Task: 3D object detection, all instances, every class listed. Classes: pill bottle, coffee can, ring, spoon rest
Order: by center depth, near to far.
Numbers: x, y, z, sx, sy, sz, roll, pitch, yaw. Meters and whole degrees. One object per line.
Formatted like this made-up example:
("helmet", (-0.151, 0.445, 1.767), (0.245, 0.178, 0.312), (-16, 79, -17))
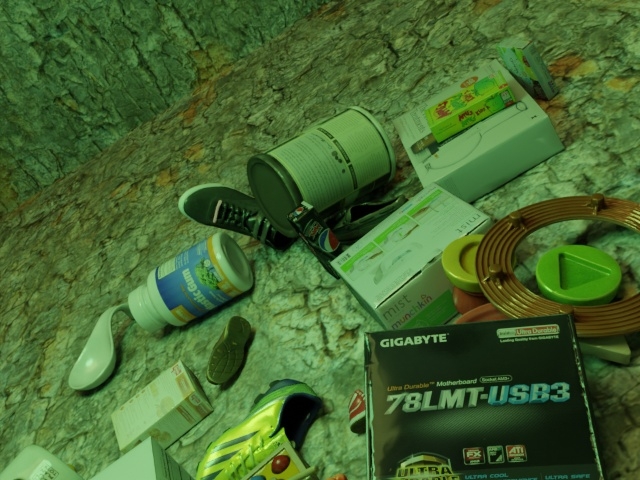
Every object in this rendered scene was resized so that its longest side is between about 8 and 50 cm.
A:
("ring", (0.408, 0.023, 1.372), (0.336, 0.032, 0.337), (-9, 36, 6))
("coffee can", (0.003, -0.157, 1.992), (0.275, 0.202, 0.201), (-31, 24, -24))
("pill bottle", (-0.306, 0.106, 2.059), (0.272, 0.152, 0.152), (-30, 28, 14))
("spoon rest", (-0.527, 0.253, 2.159), (0.137, 0.084, 0.276), (-17, 32, 33))

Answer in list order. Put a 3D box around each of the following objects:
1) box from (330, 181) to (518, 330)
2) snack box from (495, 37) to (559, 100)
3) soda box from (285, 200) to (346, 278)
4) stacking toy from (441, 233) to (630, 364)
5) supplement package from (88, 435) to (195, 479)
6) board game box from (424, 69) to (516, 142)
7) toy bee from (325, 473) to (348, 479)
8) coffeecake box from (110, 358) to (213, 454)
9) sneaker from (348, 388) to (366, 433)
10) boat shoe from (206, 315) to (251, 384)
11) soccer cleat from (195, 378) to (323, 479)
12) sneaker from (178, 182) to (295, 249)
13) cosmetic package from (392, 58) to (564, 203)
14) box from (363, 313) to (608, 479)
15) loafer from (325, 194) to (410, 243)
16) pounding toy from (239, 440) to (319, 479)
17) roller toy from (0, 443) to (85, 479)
("box", (0.184, 0.040, 1.629), (0.262, 0.127, 0.231), (-38, 28, -5))
("snack box", (0.456, -0.378, 1.952), (0.037, 0.141, 0.100), (-41, 28, -7))
("soda box", (0.000, 0.000, 1.855), (0.053, 0.169, 0.060), (-41, 28, -9))
("stacking toy", (0.331, 0.135, 1.393), (0.279, 0.130, 0.309), (0, 40, 9))
("supplement package", (-0.340, 0.502, 1.491), (0.262, 0.145, 0.204), (-35, 28, 2))
("board game box", (0.314, -0.284, 1.870), (0.181, 0.043, 0.092), (-27, 29, 14))
("toy bee", (0.022, 0.409, 1.206), (0.298, 0.162, 0.195), (-23, -15, 5))
("coffeecake box", (-0.324, 0.349, 1.793), (0.185, 0.068, 0.142), (-39, 27, -4))
("sneaker", (0.095, 0.266, 1.471), (0.118, 0.042, 0.067), (-32, 31, 13))
("boat shoe", (-0.195, 0.237, 1.840), (0.060, 0.064, 0.178), (-54, 10, 41))
("soccer cleat", (-0.108, 0.356, 1.512), (0.121, 0.093, 0.289), (12, 54, 49))
("sneaker", (-0.177, -0.055, 2.064), (0.147, 0.295, 0.105), (31, 105, 53))
("cosmetic package", (0.328, -0.233, 1.927), (0.284, 0.097, 0.377), (-29, 28, 9))
("box", (0.207, 0.243, 1.163), (0.295, 0.073, 0.293), (-5, 51, 8))
("loafer", (0.103, -0.056, 1.915), (0.267, 0.084, 0.096), (-7, 39, 44))
("pounding toy", (-0.053, 0.389, 1.386), (0.130, 0.100, 0.141), (-40, 27, -6))
("roller toy", (-0.514, 0.485, 1.666), (0.209, 0.191, 0.146), (1, 44, 50))
